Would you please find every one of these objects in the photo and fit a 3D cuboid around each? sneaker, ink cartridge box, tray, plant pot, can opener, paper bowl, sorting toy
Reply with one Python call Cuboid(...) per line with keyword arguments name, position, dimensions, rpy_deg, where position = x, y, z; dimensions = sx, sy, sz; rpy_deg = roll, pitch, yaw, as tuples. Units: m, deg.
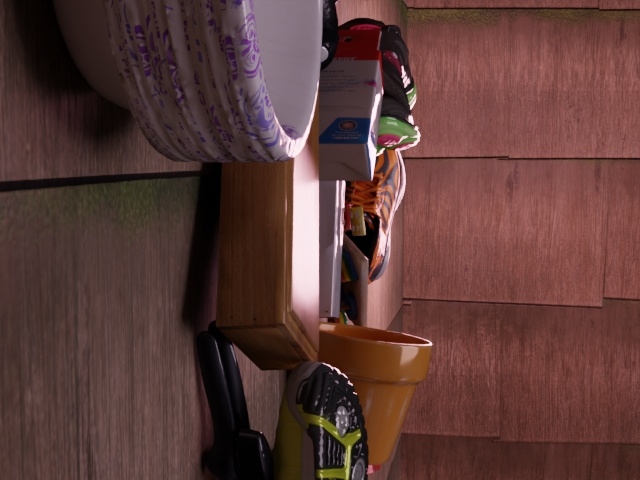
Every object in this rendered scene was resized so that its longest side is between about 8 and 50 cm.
Cuboid(name="sneaker", position=(-0.034, 0.314, 1.029), dimensions=(0.145, 0.147, 0.384), rpy_deg=(-29, 125, -60))
Cuboid(name="ink cartridge box", position=(0.015, -0.191, 1.282), dimensions=(0.078, 0.134, 0.231), rpy_deg=(78, 17, -50))
Cuboid(name="sneaker", position=(0.063, -0.260, 1.543), dimensions=(0.483, 0.185, 0.202), rpy_deg=(-81, 156, -68))
Cuboid(name="tray", position=(-0.049, -0.080, 1.023), dimensions=(0.203, 0.076, 0.410), rpy_deg=(65, 24, -68))
Cuboid(name="plant pot", position=(0.055, 0.232, 1.404), dimensions=(0.205, 0.205, 0.187), rpy_deg=(8, 90, -80))
Cuboid(name="can opener", position=(-0.093, 0.171, 0.955), dimensions=(0.059, 0.073, 0.186), rpy_deg=(-48, 128, -72))
Cuboid(name="sneaker", position=(0.093, -0.071, 1.768), dimensions=(0.180, 0.125, 0.321), rpy_deg=(15, 77, -81))
Cuboid(name="paper bowl", position=(-0.090, -0.197, 0.656), dimensions=(0.284, 0.148, 0.284), rpy_deg=(1, 90, -79))
Cuboid(name="sorting toy", position=(0.034, 0.060, 1.535), dimensions=(0.132, 0.046, 0.274), rpy_deg=(-129, -145, -59))

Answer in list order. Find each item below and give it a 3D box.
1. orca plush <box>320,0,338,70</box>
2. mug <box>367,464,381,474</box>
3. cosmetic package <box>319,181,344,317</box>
Cuboid(name="orca plush", position=(-0.005, -0.355, 1.182), dimensions=(0.151, 0.102, 0.287), rpy_deg=(-93, 173, -73))
Cuboid(name="mug", position=(0.043, 0.314, 1.589), dimensions=(0.150, 0.113, 0.169), rpy_deg=(-12, 99, -81))
Cuboid(name="cosmetic package", position=(0.000, 0.000, 1.433), dimensions=(0.099, 0.061, 0.239), rpy_deg=(45, 47, -81))
